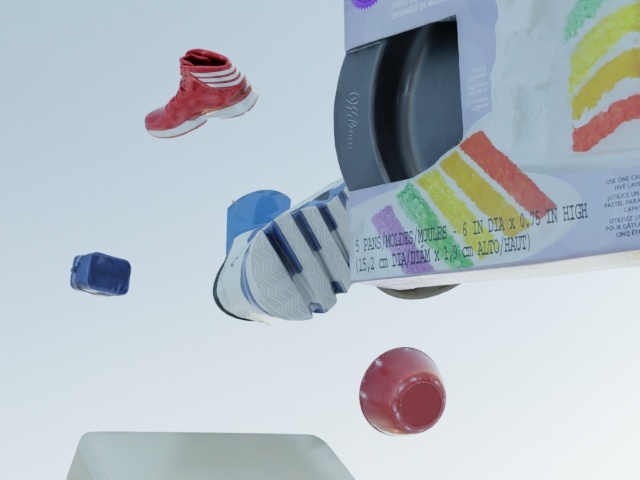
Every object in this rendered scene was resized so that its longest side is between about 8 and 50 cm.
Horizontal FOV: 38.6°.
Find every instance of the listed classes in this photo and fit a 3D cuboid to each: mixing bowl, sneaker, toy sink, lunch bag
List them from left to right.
[{"bbox_3d":[-0.383,0.060,1.569,0.098,0.065,0.067,21,-112,-40],"label":"lunch bag"},{"bbox_3d":[-0.221,-0.253,1.510,0.128,0.221,0.087,55,-150,-38],"label":"sneaker"},{"bbox_3d":[-0.081,0.253,0.741,0.234,0.153,0.131,9,-67,-37],"label":"toy sink"},{"bbox_3d":[-0.001,0.001,0.991,0.315,0.182,0.128,-27,-86,-38],"label":"sneaker"},{"bbox_3d":[0.174,0.305,1.768,0.181,0.098,0.182,-2,-83,-17],"label":"mixing bowl"}]

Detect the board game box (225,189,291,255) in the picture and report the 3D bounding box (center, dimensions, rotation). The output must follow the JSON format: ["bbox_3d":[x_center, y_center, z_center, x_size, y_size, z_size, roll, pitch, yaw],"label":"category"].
[{"bbox_3d":[-0.127,-0.037,1.792,0.133,0.033,0.169,-12,-49,-22],"label":"board game box"}]

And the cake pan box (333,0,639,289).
[{"bbox_3d":[0.128,-0.099,0.611,0.070,0.266,0.246,13,-105,-48],"label":"cake pan box"}]

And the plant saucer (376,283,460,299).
[{"bbox_3d":[0.175,-0.035,1.394,0.277,0.041,0.278,-14,-55,-21],"label":"plant saucer"}]
